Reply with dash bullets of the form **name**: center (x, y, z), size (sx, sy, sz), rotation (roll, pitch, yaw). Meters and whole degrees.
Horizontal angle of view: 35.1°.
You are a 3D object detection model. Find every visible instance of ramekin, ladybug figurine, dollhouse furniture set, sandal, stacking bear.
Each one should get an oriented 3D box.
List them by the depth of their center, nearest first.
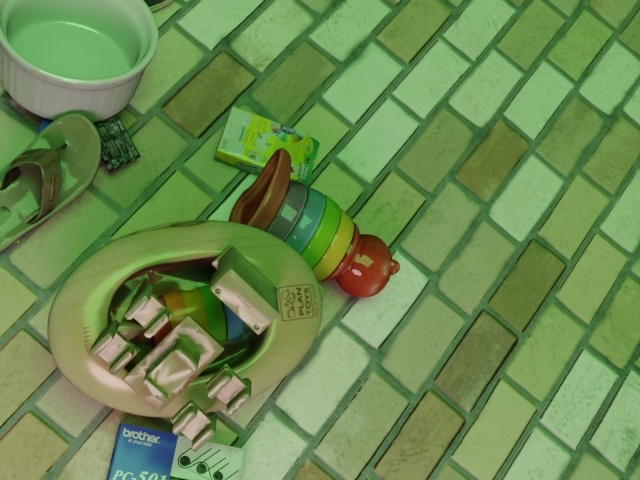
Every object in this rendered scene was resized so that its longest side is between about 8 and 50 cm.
- **dollhouse furniture set**: center (-0.181, 0.140, 1.502), size (0.242, 0.161, 0.212), rotation (-44, 100, 5)
- **ladybug figurine**: center (-0.211, 0.124, 1.627), size (0.449, 0.162, 0.305), rotation (-6, 87, -19)
- **sandal**: center (-0.473, -0.086, 1.657), size (0.120, 0.086, 0.303), rotation (43, 73, -5)
- **ramekin**: center (-0.430, -0.334, 1.754), size (0.277, 0.135, 0.277), rotation (11, 53, -15)
- **stacking bear**: center (0.000, 0.000, 1.774), size (0.289, 0.175, 0.164), rotation (30, 33, -18)

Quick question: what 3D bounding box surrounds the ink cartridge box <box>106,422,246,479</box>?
- **ink cartridge box**: center (-0.229, 0.361, 1.606), size (0.207, 0.046, 0.097), rotation (14, 64, -12)

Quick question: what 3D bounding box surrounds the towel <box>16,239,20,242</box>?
- **towel**: center (-0.538, -0.028, 1.686), size (0.083, 0.009, 0.060), rotation (13, 64, -13)

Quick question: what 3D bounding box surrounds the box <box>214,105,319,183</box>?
- **box**: center (-0.097, -0.169, 1.874), size (0.179, 0.043, 0.105), rotation (20, 63, -7)

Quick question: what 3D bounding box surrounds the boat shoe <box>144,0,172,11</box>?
- **boat shoe**: center (-0.397, -0.480, 1.875), size (0.285, 0.092, 0.103), rotation (-6, 70, -21)

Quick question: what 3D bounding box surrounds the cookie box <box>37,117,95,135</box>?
- **cookie box**: center (-0.445, -0.174, 1.760), size (0.091, 0.040, 0.107), rotation (14, 64, -13)

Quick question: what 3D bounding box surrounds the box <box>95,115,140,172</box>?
- **box**: center (-0.362, -0.170, 1.774), size (0.067, 0.018, 0.083), rotation (-37, 102, -45)
